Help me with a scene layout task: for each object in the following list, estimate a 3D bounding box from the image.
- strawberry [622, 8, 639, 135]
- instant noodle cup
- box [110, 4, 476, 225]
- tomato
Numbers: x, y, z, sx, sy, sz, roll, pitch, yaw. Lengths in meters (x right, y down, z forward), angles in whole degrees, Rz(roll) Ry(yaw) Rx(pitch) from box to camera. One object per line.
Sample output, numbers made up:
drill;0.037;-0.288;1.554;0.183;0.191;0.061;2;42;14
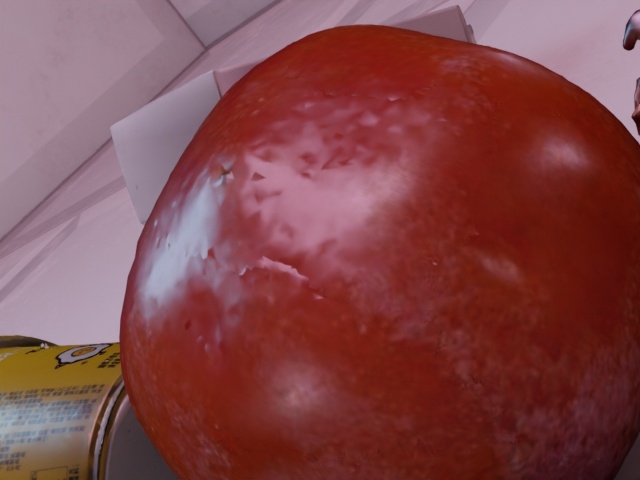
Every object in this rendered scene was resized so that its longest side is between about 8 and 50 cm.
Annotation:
strawberry;0.259;-0.123;0.459;0.137;0.234;0.306;-2;-10;-32
instant noodle cup;-0.102;0.126;0.605;0.144;0.182;0.182;-13;27;37
box;-0.017;-0.100;1.030;0.251;0.106;0.203;-21;5;-32
tomato;0.025;0.024;0.490;0.232;0.188;0.232;-36;39;36
